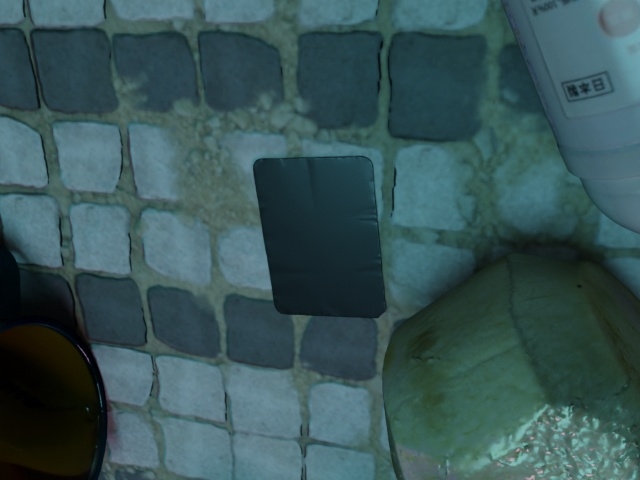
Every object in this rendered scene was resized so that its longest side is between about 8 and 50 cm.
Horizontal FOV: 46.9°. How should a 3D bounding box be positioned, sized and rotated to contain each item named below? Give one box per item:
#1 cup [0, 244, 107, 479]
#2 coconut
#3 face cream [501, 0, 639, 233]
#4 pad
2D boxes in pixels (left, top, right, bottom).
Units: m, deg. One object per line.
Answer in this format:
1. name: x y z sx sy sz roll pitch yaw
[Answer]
1. cup: -0.422 0.174 0.756 0.292 0.242 0.308 -4 114 23
2. coconut: 0.154 0.136 0.563 0.241 0.241 0.241 7 115 16
3. face cream: 0.216 -0.096 0.473 0.145 0.145 0.370 -18 107 25
4. pad: 0.000 0.000 0.669 0.112 0.003 0.157 1 113 19
